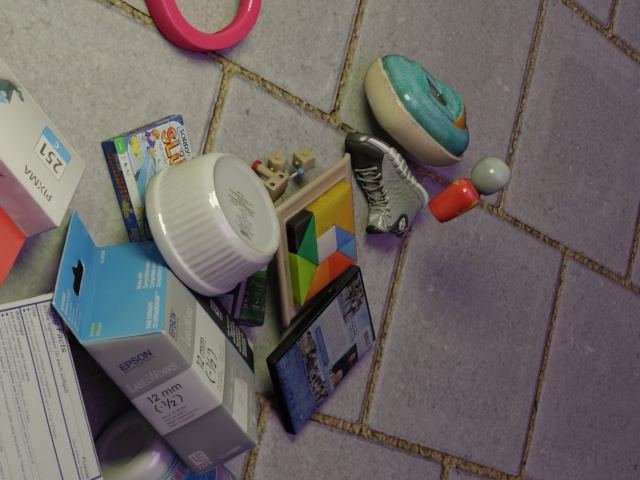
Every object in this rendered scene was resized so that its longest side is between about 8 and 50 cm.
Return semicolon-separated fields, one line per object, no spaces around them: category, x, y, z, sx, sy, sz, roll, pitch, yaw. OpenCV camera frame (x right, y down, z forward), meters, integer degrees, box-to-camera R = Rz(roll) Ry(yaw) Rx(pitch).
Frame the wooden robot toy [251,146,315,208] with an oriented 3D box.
wooden robot toy;-0.082;-0.085;2.132;0.173;0.076;0.079;-43;155;-36

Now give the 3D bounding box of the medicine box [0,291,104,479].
medicine box;-0.441;0.224;1.627;0.289;0.149;0.263;-13;88;-60

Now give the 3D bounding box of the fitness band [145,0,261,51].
fitness band;-0.195;-0.435;2.008;0.209;0.054;0.290;-31;111;-37

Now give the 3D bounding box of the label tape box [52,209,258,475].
label tape box;-0.225;0.125;1.848;0.347;0.115;0.249;57;13;-28

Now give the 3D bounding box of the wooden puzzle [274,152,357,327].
wooden puzzle;0.000;0.000;2.153;0.239;0.044;0.221;-43;139;-43

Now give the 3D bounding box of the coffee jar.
coffee jar;-0.126;0.042;2.061;0.096;0.079;0.184;16;79;-53

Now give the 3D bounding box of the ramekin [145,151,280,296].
ramekin;-0.149;-0.032;1.906;0.207;0.109;0.207;45;30;-36

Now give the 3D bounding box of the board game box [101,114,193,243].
board game box;-0.243;-0.075;1.974;0.136;0.035;0.201;-29;111;-41

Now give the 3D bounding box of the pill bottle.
pill bottle;-0.211;0.373;1.937;0.264;0.146;0.146;50;58;-34

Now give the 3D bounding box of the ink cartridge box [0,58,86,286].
ink cartridge box;-0.446;-0.115;1.683;0.296;0.066;0.261;54;31;-31

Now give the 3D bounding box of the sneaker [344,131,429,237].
sneaker;0.103;-0.082;2.287;0.229;0.086;0.132;42;65;-38

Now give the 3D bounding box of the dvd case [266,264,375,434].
dvd case;0.005;0.183;2.200;0.253;0.022;0.180;-46;139;-34

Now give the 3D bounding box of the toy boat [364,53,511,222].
toy boat;0.213;-0.183;2.263;0.267;0.148;0.318;30;31;-52
